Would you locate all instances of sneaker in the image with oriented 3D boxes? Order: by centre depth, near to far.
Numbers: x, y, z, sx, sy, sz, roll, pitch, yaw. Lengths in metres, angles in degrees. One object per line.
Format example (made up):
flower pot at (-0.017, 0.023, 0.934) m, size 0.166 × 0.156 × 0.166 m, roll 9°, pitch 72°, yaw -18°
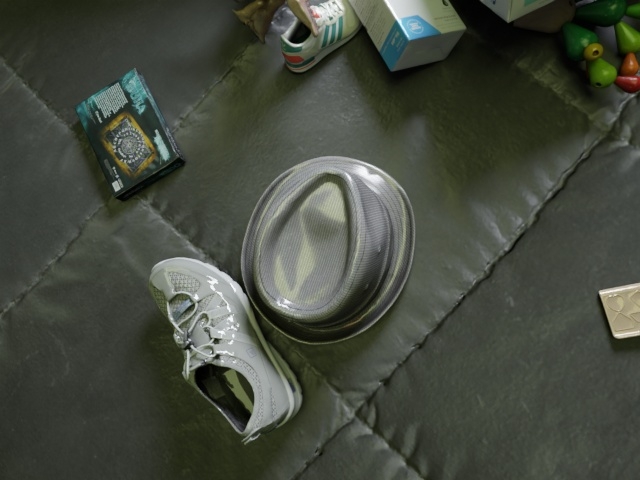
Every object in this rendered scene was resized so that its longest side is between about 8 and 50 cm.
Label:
sneaker at (-0.138, 0.130, 0.529) m, size 0.281 × 0.115 × 0.105 m, roll 45°, pitch 105°, yaw 13°
sneaker at (0.006, -0.326, 0.605) m, size 0.161 × 0.075 × 0.057 m, roll -39°, pitch 77°, yaw 2°

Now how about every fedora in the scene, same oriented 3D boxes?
fedora at (0.000, 0.000, 0.530) m, size 0.243 × 0.124 × 0.275 m, roll 24°, pitch 86°, yaw 12°

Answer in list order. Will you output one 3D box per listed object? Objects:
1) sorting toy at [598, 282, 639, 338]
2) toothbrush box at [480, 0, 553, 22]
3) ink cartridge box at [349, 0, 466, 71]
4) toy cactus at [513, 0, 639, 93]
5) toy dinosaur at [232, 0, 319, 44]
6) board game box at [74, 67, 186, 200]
sorting toy at (0.400, 0.085, 0.503) m, size 0.083 × 0.012 × 0.062 m, roll -14°, pitch 74°, yaw 11°
toothbrush box at (0.257, -0.433, 0.498) m, size 0.216 × 0.126 × 0.296 m, roll -25°, pitch 52°, yaw 5°
ink cartridge box at (0.111, -0.341, 0.578) m, size 0.104 × 0.060 × 0.180 m, roll -22°, pitch 77°, yaw -21°
toy cactus at (0.357, -0.305, 0.536) m, size 0.180 × 0.112 × 0.219 m, roll 11°, pitch 92°, yaw 21°
toy dinosaur at (-0.061, -0.407, 0.559) m, size 0.200 × 0.127 × 0.296 m, roll -41°, pitch 55°, yaw 8°
board game box at (-0.314, -0.175, 0.663) m, size 0.126 × 0.026 × 0.186 m, roll -30°, pitch 77°, yaw 4°
